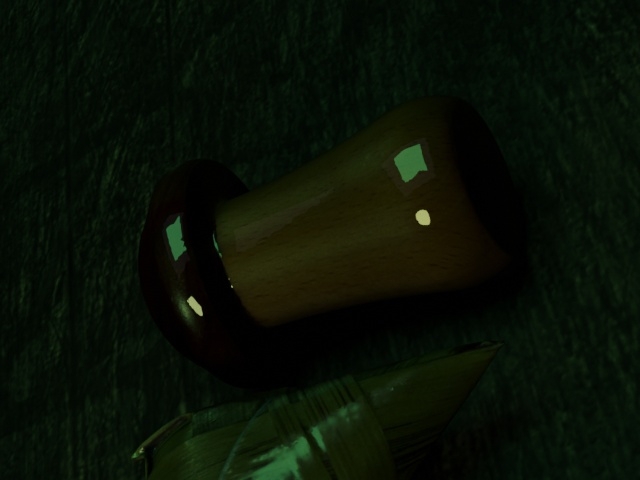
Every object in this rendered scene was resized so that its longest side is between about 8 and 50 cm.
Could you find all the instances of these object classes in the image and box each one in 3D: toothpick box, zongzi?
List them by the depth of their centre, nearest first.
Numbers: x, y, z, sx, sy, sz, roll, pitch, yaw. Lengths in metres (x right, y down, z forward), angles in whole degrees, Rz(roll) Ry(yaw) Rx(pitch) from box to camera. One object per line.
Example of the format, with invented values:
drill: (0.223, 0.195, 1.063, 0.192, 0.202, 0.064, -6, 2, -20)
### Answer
zongzi: (0.002, 0.208, 1.365, 0.300, 0.138, 0.286, -23, 42, 24)
toothpick box: (0.000, 0.000, 1.548, 0.294, 0.192, 0.192, -19, 41, 21)
